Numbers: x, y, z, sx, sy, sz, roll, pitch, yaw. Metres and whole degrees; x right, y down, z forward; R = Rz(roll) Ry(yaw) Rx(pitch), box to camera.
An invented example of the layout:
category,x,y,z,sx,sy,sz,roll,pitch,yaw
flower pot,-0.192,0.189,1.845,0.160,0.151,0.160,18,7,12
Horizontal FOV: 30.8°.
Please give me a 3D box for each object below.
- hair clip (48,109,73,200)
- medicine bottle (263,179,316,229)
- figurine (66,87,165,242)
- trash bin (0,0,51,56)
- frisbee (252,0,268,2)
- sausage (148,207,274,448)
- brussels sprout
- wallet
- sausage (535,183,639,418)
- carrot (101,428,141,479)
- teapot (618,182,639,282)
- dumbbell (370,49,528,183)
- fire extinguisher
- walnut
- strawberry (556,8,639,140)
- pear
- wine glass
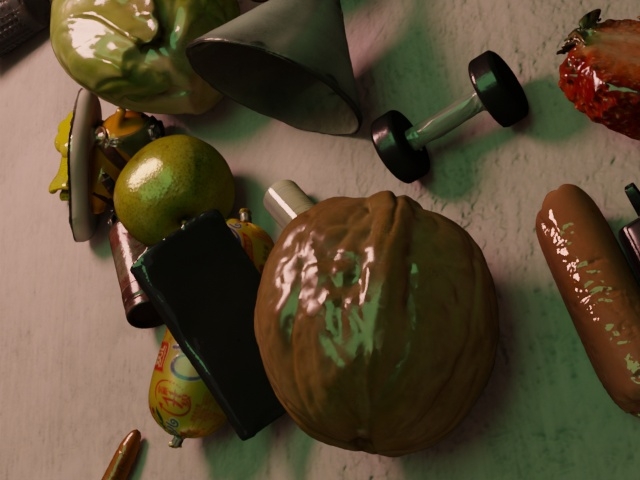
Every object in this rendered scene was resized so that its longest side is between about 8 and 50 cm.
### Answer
category,x,y,z,sx,sy,sz,roll,pitch,yaw
hair clip,-0.432,-0.153,2.005,0.072,0.046,0.173,-10,61,29
medicine bottle,0.000,0.000,1.589,0.059,0.059,0.231,-48,48,8
figurine,-0.326,-0.120,1.889,0.141,0.166,0.250,2,96,-1
trash bin,-0.605,-0.438,2.209,0.161,0.175,0.175,-20,57,17
frisbee,-0.055,-0.478,1.749,0.021,0.251,0.251,25,84,21
sausage,-0.147,0.118,1.602,0.123,0.123,0.347,5,73,39
brussels sprout,-0.266,-0.346,1.837,0.328,0.247,0.328,-6,71,16
wallet,-0.120,0.107,1.529,0.146,0.030,0.285,-34,82,-9
sausage,0.315,0.064,1.298,0.086,0.086,0.289,-34,52,20
carrot,-0.316,0.384,1.658,0.043,0.043,0.248,17,78,41
teapot,0.377,0.012,1.268,0.087,0.096,0.177,-32,53,21
dumbbell,0.166,-0.158,1.511,0.191,0.100,0.100,-31,53,24
fire extinguisher,-0.286,0.005,1.774,0.075,0.106,0.252,-18,56,-2
walnut,0.066,0.091,1.363,0.277,0.252,0.313,-7,64,36
strawberry,0.386,-0.174,1.357,0.175,0.107,0.236,-26,45,-21
pear,-0.209,-0.055,1.700,0.180,0.166,0.216,-28,39,3
wine glass,0.013,-0.378,1.653,0.267,0.267,0.406,12,71,41
